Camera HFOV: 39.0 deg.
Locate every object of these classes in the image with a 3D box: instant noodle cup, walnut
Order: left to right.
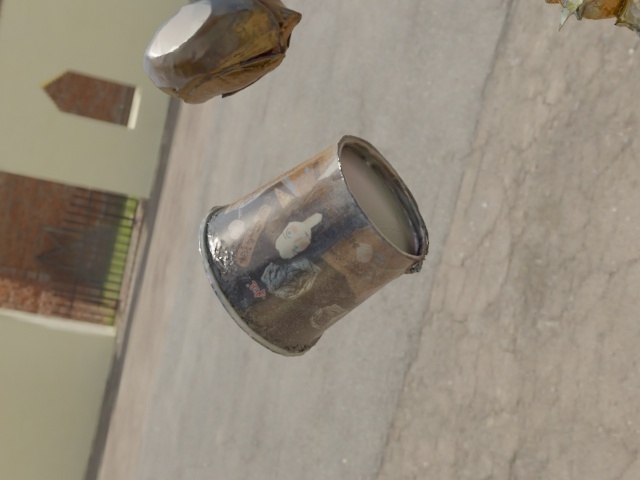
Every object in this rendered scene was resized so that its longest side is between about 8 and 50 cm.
[{"bbox_3d":[-0.131,-0.254,1.176,0.245,0.137,0.137,-21,51,30],"label":"walnut"},{"bbox_3d":[0.000,0.000,1.085,0.207,0.217,0.217,-34,37,25],"label":"instant noodle cup"}]

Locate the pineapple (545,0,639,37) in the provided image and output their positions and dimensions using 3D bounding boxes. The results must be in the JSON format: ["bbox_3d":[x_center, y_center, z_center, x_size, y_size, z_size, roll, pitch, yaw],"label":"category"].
[{"bbox_3d":[0.226,-0.160,0.460,0.135,0.233,0.079,-125,16,-56],"label":"pineapple"}]
